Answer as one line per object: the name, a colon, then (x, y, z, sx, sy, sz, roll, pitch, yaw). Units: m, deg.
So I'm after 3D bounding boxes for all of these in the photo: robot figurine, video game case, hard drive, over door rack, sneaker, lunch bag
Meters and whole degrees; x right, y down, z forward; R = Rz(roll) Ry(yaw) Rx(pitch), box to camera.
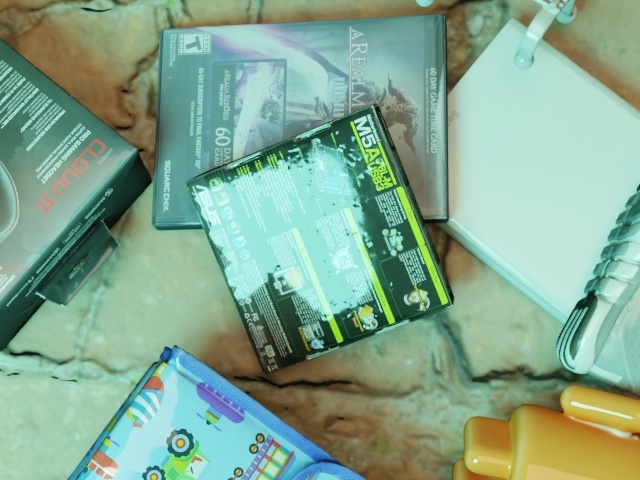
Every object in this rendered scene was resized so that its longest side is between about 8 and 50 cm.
robot figurine: (0.224, 0.212, 0.959, 0.219, 0.128, 0.158, 14, 71, 2)
video game case: (-0.019, -0.109, 1.052, 0.274, 0.026, 0.196, -2, 78, 10)
hard drive: (0.240, -0.041, 1.059, 0.307, 0.040, 0.203, 38, 80, 6)
over door rack: (0.178, -0.329, 1.089, 0.239, 0.108, 0.324, 34, 64, 8)
sneaker: (0.313, 0.036, 0.989, 0.132, 0.086, 0.229, 29, 89, 0)
lunch bag: (-0.066, 0.256, 0.899, 0.293, 0.138, 0.221, 36, 79, -6)

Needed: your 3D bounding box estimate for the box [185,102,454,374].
box: (0.000, 0.000, 0.998, 0.184, 0.045, 0.191, -22, 95, 10)

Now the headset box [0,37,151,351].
headset box: (-0.312, -0.059, 1.017, 0.293, 0.110, 0.218, 39, 80, 7)
